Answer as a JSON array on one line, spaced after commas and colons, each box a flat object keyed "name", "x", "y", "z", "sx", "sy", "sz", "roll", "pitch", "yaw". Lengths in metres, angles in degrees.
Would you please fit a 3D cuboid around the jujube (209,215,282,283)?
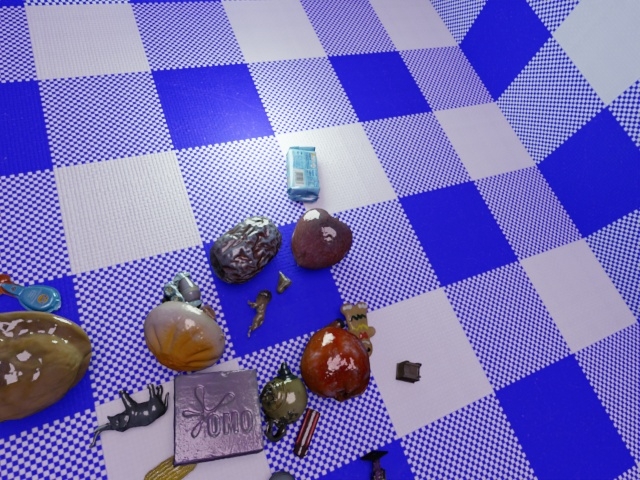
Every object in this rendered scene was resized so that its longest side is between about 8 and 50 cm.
[{"name": "jujube", "x": -0.300, "y": 0.034, "z": 1.700, "sx": 0.226, "sy": 0.226, "sz": 0.317, "roll": 45, "pitch": 57, "yaw": 9}]

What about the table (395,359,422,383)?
[{"name": "table", "x": 0.365, "y": 0.539, "z": 1.701, "sx": 0.083, "sy": 0.082, "sz": 0.070, "roll": 15, "pitch": 61, "yaw": -7}]

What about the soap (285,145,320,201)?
[{"name": "soap", "x": -0.087, "y": -0.323, "z": 2.002, "sx": 0.156, "sy": 0.077, "sz": 0.294, "roll": 3, "pitch": 65, "yaw": -15}]

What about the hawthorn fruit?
[{"name": "hawthorn fruit", "x": 0.057, "y": 0.470, "z": 1.554, "sx": 0.284, "sy": 0.284, "sz": 0.285, "roll": 6, "pitch": 63, "yaw": -12}]

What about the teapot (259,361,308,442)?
[{"name": "teapot", "x": -0.148, "y": 0.573, "z": 1.475, "sx": 0.182, "sy": 0.173, "sz": 0.270, "roll": 39, "pitch": 59, "yaw": -45}]

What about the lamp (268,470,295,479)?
[{"name": "lamp", "x": -0.131, "y": 0.842, "z": 1.407, "sx": 0.105, "sy": 0.105, "sz": 0.105, "roll": 6, "pitch": 63, "yaw": -12}]

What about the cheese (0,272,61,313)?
[{"name": "cheese", "x": -1.068, "y": 0.195, "z": 1.504, "sx": 0.256, "sy": 0.037, "sz": 0.106, "roll": 21, "pitch": 60, "yaw": -3}]

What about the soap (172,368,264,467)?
[{"name": "soap", "x": -0.357, "y": 0.602, "z": 1.431, "sx": 0.296, "sy": 0.107, "sz": 0.286, "roll": 1, "pitch": 55, "yaw": -23}]

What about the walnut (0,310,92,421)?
[{"name": "walnut", "x": -0.945, "y": 0.390, "z": 1.275, "sx": 0.383, "sy": 0.384, "sz": 0.384, "roll": 6, "pitch": 63, "yaw": -12}]

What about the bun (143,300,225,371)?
[{"name": "bun", "x": -0.479, "y": 0.355, "z": 1.428, "sx": 0.298, "sy": 0.299, "sz": 0.165, "roll": 22, "pitch": 47, "yaw": -4}]

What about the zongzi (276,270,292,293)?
[{"name": "zongzi", "x": -0.174, "y": 0.177, "z": 1.759, "sx": 0.083, "sy": 0.040, "sz": 0.076, "roll": 41, "pitch": 67, "yaw": 20}]

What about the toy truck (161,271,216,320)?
[{"name": "toy truck", "x": -0.506, "y": 0.242, "z": 1.598, "sx": 0.257, "sy": 0.108, "sz": 0.140, "roll": 46, "pitch": 48, "yaw": 12}]

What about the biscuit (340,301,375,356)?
[{"name": "biscuit", "x": 0.167, "y": 0.373, "z": 1.730, "sx": 0.158, "sy": 0.035, "sz": 0.241, "roll": -6, "pitch": 75, "yaw": -33}]

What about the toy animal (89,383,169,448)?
[{"name": "toy animal", "x": -0.650, "y": 0.578, "z": 1.404, "sx": 0.269, "sy": 0.082, "sz": 0.137, "roll": -16, "pitch": 69, "yaw": -22}]

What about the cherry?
[{"name": "cherry", "x": 0.000, "y": 0.000, "z": 1.793, "sx": 0.261, "sy": 0.221, "sz": 0.307, "roll": 35, "pitch": 74, "yaw": 12}]

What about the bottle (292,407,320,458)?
[{"name": "bottle", "x": -0.051, "y": 0.708, "z": 1.520, "sx": 0.060, "sy": 0.060, "sz": 0.164, "roll": 25, "pitch": 61, "yaw": -2}]

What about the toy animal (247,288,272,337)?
[{"name": "toy animal", "x": -0.259, "y": 0.284, "z": 1.665, "sx": 0.086, "sy": 0.069, "sz": 0.220, "roll": 25, "pitch": 62, "yaw": -13}]

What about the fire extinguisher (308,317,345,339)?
[{"name": "fire extinguisher", "x": 0.021, "y": 0.384, "z": 1.703, "sx": 0.177, "sy": 0.050, "sz": 0.062, "roll": -28, "pitch": 84, "yaw": -24}]

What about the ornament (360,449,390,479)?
[{"name": "ornament", "x": 0.226, "y": 0.876, "z": 1.512, "sx": 0.081, "sy": 0.088, "sz": 0.203, "roll": -12, "pitch": 80, "yaw": -46}]

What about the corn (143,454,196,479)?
[{"name": "corn", "x": -0.493, "y": 0.764, "z": 1.366, "sx": 0.165, "sy": 0.063, "sz": 0.085, "roll": -25, "pitch": 62, "yaw": -27}]
